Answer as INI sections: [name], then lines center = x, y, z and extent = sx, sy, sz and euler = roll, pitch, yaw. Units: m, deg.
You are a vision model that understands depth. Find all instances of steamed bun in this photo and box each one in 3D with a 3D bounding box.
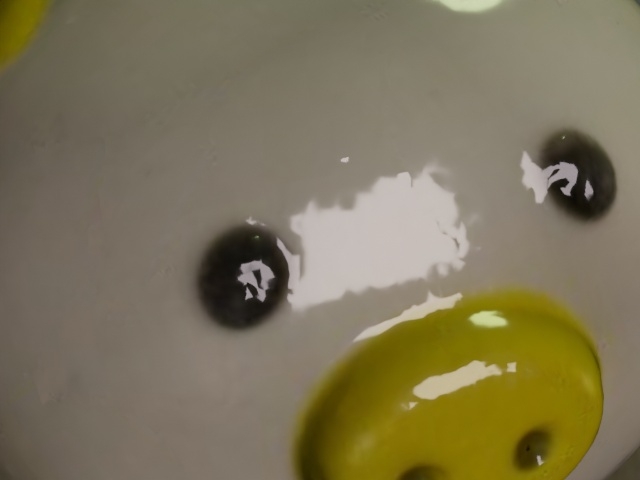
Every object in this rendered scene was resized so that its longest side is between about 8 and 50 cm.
[steamed bun]
center = -0.002, -0.001, 0.785
extent = 0.373, 0.334, 0.334
euler = -18, 103, -16

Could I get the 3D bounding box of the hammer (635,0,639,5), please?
[hammer]
center = 0.169, -0.143, 0.972
extent = 0.226, 0.158, 0.041
euler = -15, 104, -44
